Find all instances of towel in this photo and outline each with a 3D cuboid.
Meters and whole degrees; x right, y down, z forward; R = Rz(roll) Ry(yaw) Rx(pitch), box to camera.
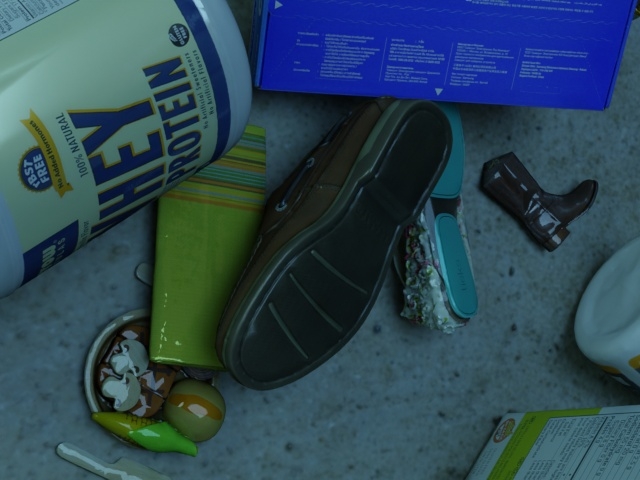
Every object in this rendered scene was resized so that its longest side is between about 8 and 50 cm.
[{"bbox_3d":[-0.101,-0.001,1.084,0.102,0.021,0.237,9,68,-22],"label":"towel"}]

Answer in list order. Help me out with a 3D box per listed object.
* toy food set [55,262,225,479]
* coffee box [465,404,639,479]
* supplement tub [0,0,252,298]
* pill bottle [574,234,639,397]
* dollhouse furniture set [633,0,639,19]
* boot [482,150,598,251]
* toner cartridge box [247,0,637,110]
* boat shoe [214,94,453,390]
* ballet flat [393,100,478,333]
[{"bbox_3d":[-0.137,0.120,1.045,0.132,0.038,0.192,27,68,-20],"label":"toy food set"},{"bbox_3d":[0.285,0.376,1.043,0.337,0.334,0.338,43,64,-14],"label":"coffee box"},{"bbox_3d":[-0.240,-0.097,0.925,0.325,0.235,0.235,-36,97,-28],"label":"supplement tub"},{"bbox_3d":[0.413,0.125,1.261,0.278,0.162,0.162,36,66,-17],"label":"pill bottle"},{"bbox_3d":[0.297,-0.301,1.337,0.058,0.076,0.152,-14,76,-31],"label":"dollhouse furniture set"},{"bbox_3d":[0.230,-0.061,1.277,0.114,0.037,0.106,43,62,-8],"label":"boot"},{"bbox_3d":[0.114,-0.218,1.128,0.347,0.075,0.165,3,118,-12],"label":"toner cartridge box"},{"bbox_3d":[0.000,0.000,1.077,0.307,0.104,0.111,-51,126,-21],"label":"boat shoe"},{"bbox_3d":[0.098,-0.028,1.175,0.091,0.077,0.241,9,74,-46],"label":"ballet flat"}]
